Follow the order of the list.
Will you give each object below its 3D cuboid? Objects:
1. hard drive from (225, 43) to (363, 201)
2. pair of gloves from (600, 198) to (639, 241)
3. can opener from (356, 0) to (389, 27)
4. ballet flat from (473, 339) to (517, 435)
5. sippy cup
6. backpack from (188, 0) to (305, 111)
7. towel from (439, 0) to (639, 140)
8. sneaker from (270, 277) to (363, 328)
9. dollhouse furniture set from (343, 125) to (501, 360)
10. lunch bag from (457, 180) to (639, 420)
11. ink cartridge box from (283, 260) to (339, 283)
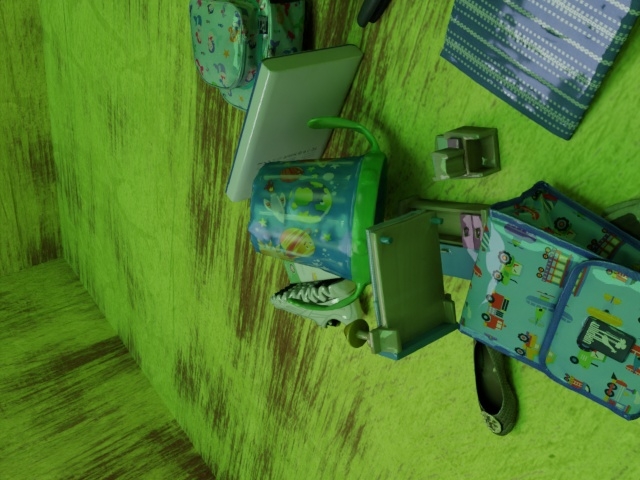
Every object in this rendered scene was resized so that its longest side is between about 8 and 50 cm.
[{"bbox_3d":[-0.057,-0.217,1.261,0.040,0.210,0.319,52,142,24],"label":"hard drive"},{"bbox_3d":[0.436,0.066,0.885,0.240,0.042,0.204,65,152,17],"label":"pair of gloves"},{"bbox_3d":[0.107,-0.410,1.070,0.073,0.059,0.186,61,145,10],"label":"can opener"},{"bbox_3d":[0.294,0.234,1.157,0.084,0.058,0.250,17,121,50],"label":"ballet flat"},{"bbox_3d":[-0.004,-0.048,1.186,0.223,0.306,0.240,5,142,9],"label":"sippy cup"},{"bbox_3d":[-0.140,-0.382,1.323,0.225,0.191,0.254,28,134,43],"label":"backpack"},{"bbox_3d":[0.283,-0.312,0.840,0.243,0.040,0.336,43,151,22],"label":"towel"},{"bbox_3d":[-0.013,0.144,1.498,0.292,0.110,0.118,-11,107,56],"label":"sneaker"},{"bbox_3d":[0.121,-0.008,1.050,0.198,0.303,0.287,10,115,50],"label":"dollhouse furniture set"},{"bbox_3d":[0.358,0.090,0.897,0.293,0.138,0.221,34,133,36],"label":"lunch bag"},{"bbox_3d":[0.000,0.000,1.405,0.212,0.093,0.154,-12,98,57],"label":"ink cartridge box"}]
